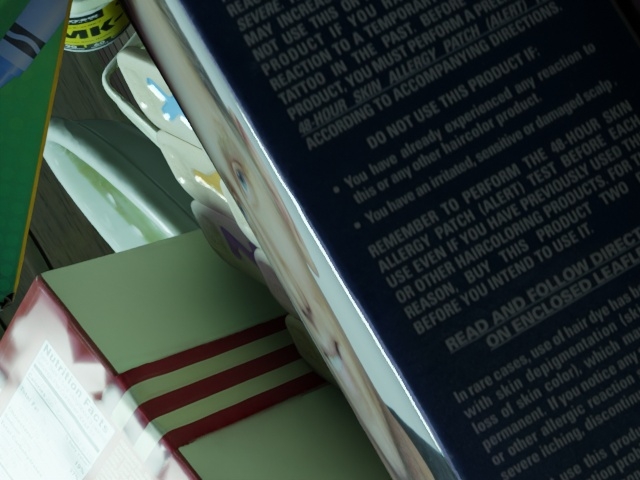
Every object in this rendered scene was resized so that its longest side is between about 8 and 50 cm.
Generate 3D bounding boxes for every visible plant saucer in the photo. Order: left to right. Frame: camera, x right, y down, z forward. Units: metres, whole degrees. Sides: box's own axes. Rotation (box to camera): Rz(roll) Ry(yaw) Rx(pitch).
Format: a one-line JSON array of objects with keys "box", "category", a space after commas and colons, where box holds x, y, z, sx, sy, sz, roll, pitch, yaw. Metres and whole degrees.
[{"box": [-0.087, 0.019, 1.247, 0.400, 0.100, 0.400, 43, 166, 13], "category": "plant saucer"}]

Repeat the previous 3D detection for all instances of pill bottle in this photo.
[{"box": [-0.233, -0.255, 1.297, 0.119, 0.119, 0.208, 60, 174, 2], "category": "pill bottle"}]

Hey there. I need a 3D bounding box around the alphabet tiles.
[{"box": [0.000, 0.000, 0.715, 0.278, 0.021, 0.284, 27, 151, 41], "category": "alphabet tiles"}]

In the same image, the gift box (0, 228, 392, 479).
[{"box": [-0.085, 0.146, 0.929, 0.255, 0.258, 0.276, 52, 128, 16], "category": "gift box"}]

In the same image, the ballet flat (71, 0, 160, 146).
[{"box": [-0.101, -0.145, 0.857, 0.316, 0.106, 0.107, 60, 174, 3], "category": "ballet flat"}]

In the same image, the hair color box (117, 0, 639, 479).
[{"box": [0.054, 0.018, 0.424, 0.347, 0.105, 0.174, 60, 173, 6], "category": "hair color box"}]

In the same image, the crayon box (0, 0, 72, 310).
[{"box": [-0.130, -0.136, 0.512, 0.165, 0.081, 0.278, -115, 37, -62], "category": "crayon box"}]
